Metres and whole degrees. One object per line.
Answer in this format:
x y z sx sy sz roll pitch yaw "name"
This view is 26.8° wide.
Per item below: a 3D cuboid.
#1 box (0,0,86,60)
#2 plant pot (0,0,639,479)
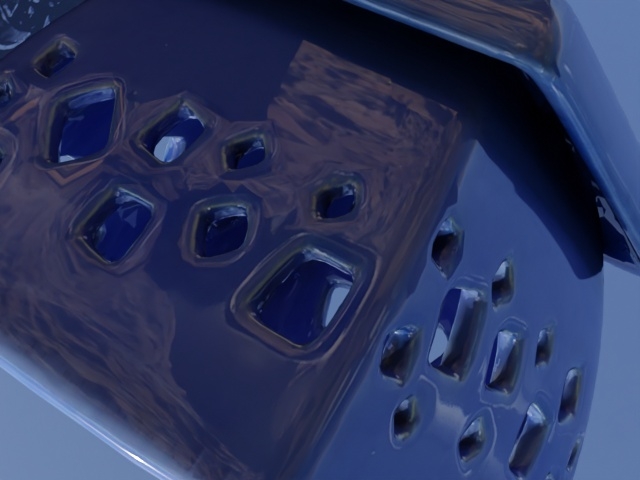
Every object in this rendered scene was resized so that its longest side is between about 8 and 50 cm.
-0.149 -0.244 0.648 0.179 0.343 0.312 36 -141 20 "box"
0.000 0.000 0.550 0.236 0.236 0.212 28 -98 33 "plant pot"
